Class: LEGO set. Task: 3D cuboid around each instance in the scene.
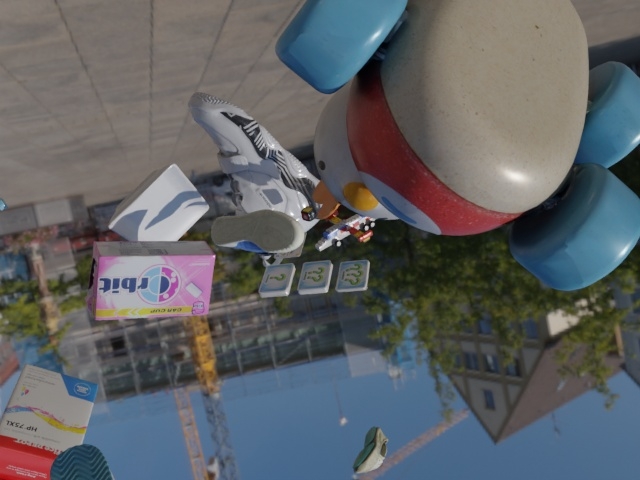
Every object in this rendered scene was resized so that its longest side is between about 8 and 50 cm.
[{"bbox_3d":[0.000,0.000,1.148,0.183,0.060,0.244,-5,-146,14],"label":"LEGO set"}]

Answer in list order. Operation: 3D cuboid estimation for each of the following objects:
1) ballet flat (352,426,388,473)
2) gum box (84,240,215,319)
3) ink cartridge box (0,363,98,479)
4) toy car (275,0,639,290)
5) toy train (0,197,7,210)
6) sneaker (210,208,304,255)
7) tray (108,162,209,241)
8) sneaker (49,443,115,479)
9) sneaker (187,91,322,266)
[{"bbox_3d":[0.112,0.443,1.366,0.057,0.052,0.168,-46,177,21],"label":"ballet flat"},{"bbox_3d":[-0.269,0.061,1.031,0.189,0.107,0.062,0,-158,-27],"label":"gum box"},{"bbox_3d":[-0.463,0.325,1.082,0.134,0.078,0.231,21,-152,-18],"label":"ink cartridge box"},{"bbox_3d":[0.058,-0.067,0.459,0.238,0.219,0.210,-38,-161,50],"label":"toy car"},{"bbox_3d":[-0.579,-0.032,1.048,0.166,0.046,0.125,-31,-167,-6],"label":"toy train"},{"bbox_3d":[-0.066,-0.009,0.880,0.152,0.058,0.085,-2,176,37],"label":"sneaker"},{"bbox_3d":[-0.281,-0.051,1.155,0.145,0.030,0.270,-47,170,-7],"label":"tray"},{"bbox_3d":[-0.254,0.355,0.756,0.088,0.228,0.092,-10,152,-18],"label":"sneaker"},{"bbox_3d":[-0.155,-0.112,1.304,0.210,0.366,0.137,-51,-158,-5],"label":"sneaker"}]
